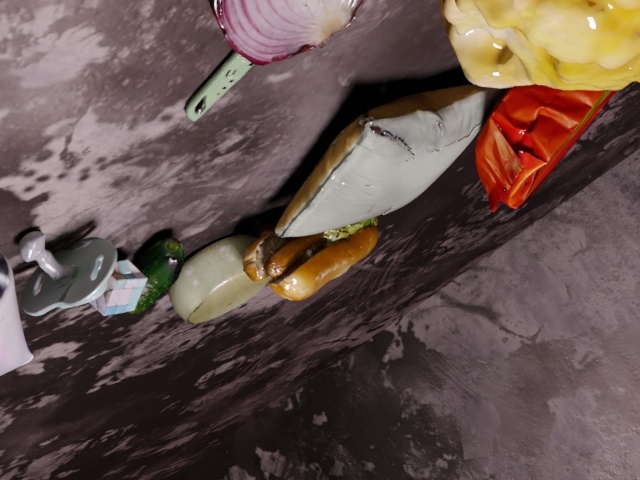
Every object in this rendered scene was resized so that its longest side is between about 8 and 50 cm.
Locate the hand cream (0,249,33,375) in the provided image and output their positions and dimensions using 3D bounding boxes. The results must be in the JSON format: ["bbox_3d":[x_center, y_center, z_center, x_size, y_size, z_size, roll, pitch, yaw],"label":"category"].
[{"bbox_3d":[-0.445,0.122,1.069,0.185,0.118,0.359,-26,161,-29],"label":"hand cream"}]

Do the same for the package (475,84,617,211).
[{"bbox_3d":[0.390,-0.239,1.338,0.423,0.123,0.196,-48,169,-13],"label":"package"}]

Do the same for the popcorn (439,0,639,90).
[{"bbox_3d":[0.259,-0.292,0.724,0.390,0.354,0.344,-24,143,-18],"label":"popcorn"}]

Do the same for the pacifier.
[{"bbox_3d":[-0.330,0.027,1.087,0.150,0.127,0.116,-10,134,30],"label":"pacifier"}]

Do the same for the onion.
[{"bbox_3d":[-0.015,-0.262,0.774,0.206,0.151,0.098,-29,-160,32],"label":"onion"}]

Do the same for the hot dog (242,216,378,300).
[{"bbox_3d":[0.000,0.000,1.446,0.337,0.135,0.100,-28,137,-55],"label":"hot dog"}]

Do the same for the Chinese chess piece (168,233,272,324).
[{"bbox_3d":[-0.169,0.065,1.465,0.188,0.083,0.188,-31,164,-10],"label":"Chinese chess piece"}]

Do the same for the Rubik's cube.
[{"bbox_3d":[-0.300,0.058,1.240,0.084,0.073,0.075,-58,151,5],"label":"Rubik's cube"}]

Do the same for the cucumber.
[{"bbox_3d":[-0.264,0.063,1.324,0.069,0.069,0.227,-17,163,-38],"label":"cucumber"}]

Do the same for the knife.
[{"bbox_3d":[-0.057,-0.224,0.934,0.293,0.020,0.043,-40,162,29],"label":"knife"}]

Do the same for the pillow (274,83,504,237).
[{"bbox_3d":[0.105,-0.123,1.318,0.312,0.119,0.310,-20,159,-37],"label":"pillow"}]
